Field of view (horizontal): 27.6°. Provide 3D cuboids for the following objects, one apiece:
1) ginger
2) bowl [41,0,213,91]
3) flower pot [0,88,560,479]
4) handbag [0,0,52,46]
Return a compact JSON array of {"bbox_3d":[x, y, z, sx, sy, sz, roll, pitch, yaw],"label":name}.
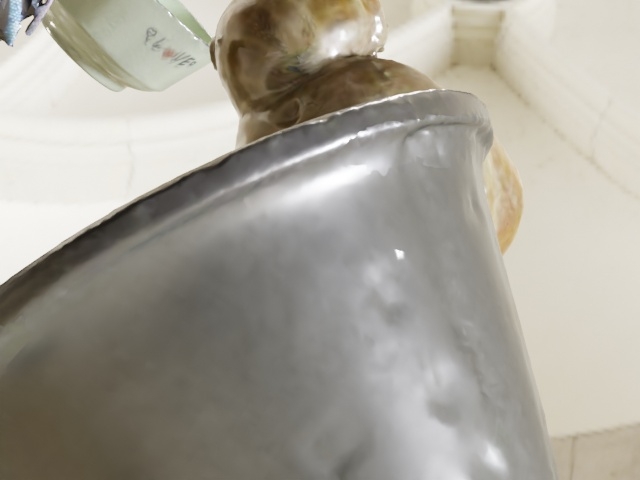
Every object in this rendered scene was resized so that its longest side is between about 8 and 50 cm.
[{"bbox_3d":[0.000,0.000,0.754,0.244,0.155,0.304,22,-95,0],"label":"ginger"},{"bbox_3d":[-0.212,-0.232,1.353,0.112,0.211,0.211,-43,-133,8],"label":"bowl"},{"bbox_3d":[-0.013,0.079,0.499,0.269,0.269,0.166,-25,-105,-21],"label":"flower pot"},{"bbox_3d":[-0.143,-0.149,0.330,0.208,0.229,0.127,41,-139,10],"label":"handbag"}]
